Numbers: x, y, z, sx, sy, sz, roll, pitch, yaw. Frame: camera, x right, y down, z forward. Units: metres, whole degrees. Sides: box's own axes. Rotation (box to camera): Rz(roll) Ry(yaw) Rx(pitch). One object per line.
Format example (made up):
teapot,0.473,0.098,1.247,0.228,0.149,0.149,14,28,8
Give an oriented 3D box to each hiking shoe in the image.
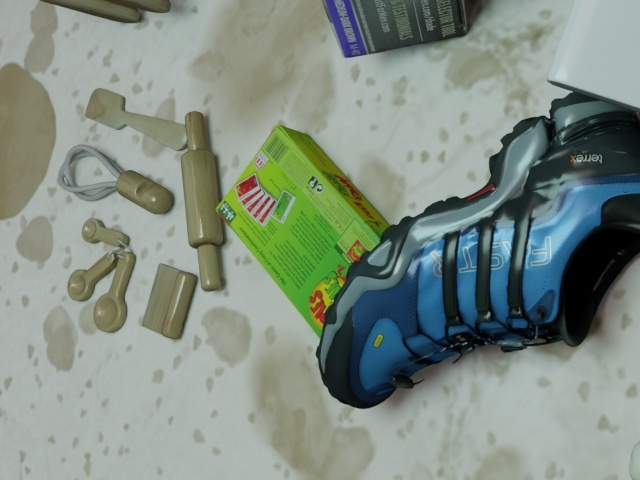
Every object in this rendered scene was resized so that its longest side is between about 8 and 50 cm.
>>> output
hiking shoe,0.118,0.033,1.010,0.304,0.113,0.132,-45,56,23

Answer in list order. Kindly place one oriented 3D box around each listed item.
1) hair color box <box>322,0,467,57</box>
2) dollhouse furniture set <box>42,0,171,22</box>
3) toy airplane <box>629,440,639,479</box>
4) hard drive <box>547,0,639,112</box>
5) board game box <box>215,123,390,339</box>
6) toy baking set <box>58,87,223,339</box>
hair color box,0.028,-0.332,1.098,0.110,0.185,0.338,-12,71,6
dollhouse furniture set,-0.119,-0.307,1.285,0.242,0.161,0.212,2,81,61
toy airplane,0.348,0.155,0.743,0.386,0.272,0.384,23,109,3
hard drive,0.289,-0.215,0.914,0.203,0.040,0.307,19,94,8
board game box,0.000,0.000,1.156,0.092,0.043,0.181,-53,54,18
toy baking set,-0.166,-0.033,1.304,0.197,0.030,0.256,-14,72,36
